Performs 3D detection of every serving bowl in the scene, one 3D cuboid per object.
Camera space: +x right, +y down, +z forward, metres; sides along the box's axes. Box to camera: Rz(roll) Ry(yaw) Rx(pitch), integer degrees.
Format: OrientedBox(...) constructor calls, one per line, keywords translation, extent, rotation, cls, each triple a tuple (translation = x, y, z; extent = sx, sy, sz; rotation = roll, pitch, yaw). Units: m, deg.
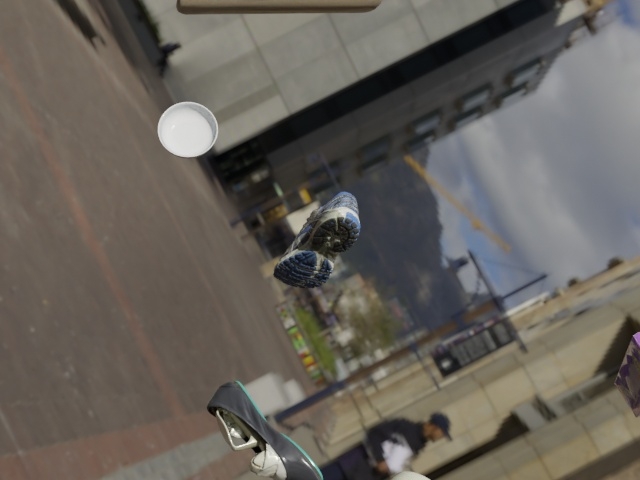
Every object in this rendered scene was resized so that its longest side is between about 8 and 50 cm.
OrientedBox(translation=(-0.186, -0.151, 1.459), extent=(0.083, 0.083, 0.027), rotation=(62, -12, 12), cls="serving bowl")

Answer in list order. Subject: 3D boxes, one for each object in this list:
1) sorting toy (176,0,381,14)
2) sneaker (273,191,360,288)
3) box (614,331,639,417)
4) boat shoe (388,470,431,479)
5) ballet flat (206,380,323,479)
OrientedBox(translation=(-0.018, -0.266, 0.792), extent=(0.047, 0.348, 0.196), rotation=(53, -40, 43), cls="sorting toy")
OrientedBox(translation=(0.000, 0.000, 1.053), extent=(0.052, 0.135, 0.058), rotation=(29, 45, -19), cls="sneaker")
OrientedBox(translation=(0.454, 0.116, 1.218), extent=(0.057, 0.201, 0.293), rotation=(61, 2, 21), cls="box")
OrientedBox(translation=(0.054, 0.410, 1.201), extent=(0.127, 0.113, 0.340), rotation=(36, -48, 14), cls="boat shoe")
OrientedBox(translation=(-0.086, 0.285, 1.455), extent=(0.203, 0.074, 0.074), rotation=(45, -9, 20), cls="ballet flat")
